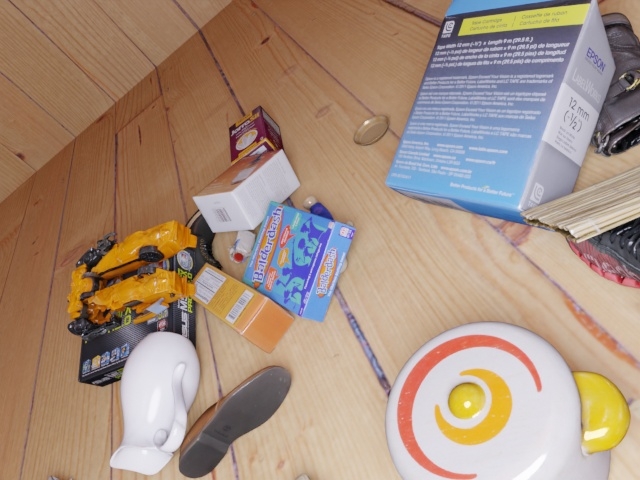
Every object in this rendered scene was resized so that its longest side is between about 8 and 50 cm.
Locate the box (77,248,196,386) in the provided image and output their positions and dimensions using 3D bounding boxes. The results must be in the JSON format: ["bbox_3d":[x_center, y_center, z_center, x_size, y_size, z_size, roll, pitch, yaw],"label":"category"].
[{"bbox_3d":[-0.367,0.152,1.138,0.270,0.060,0.216,-23,58,26],"label":"box"}]

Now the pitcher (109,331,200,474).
[{"bbox_3d":[-0.250,0.249,0.913,0.178,0.126,0.207,-33,40,38],"label":"pitcher"}]

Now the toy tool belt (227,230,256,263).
[{"bbox_3d":[-0.160,0.021,1.141,0.051,0.052,0.083,-52,16,49],"label":"toy tool belt"}]

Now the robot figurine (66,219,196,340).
[{"bbox_3d":[-0.367,0.078,1.078,0.291,0.085,0.210,-20,58,27],"label":"robot figurine"}]

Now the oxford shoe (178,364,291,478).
[{"bbox_3d":[-0.134,0.253,0.852,0.212,0.076,0.076,-42,26,2],"label":"oxford shoe"}]

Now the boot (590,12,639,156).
[{"bbox_3d":[0.373,-0.204,0.821,0.263,0.091,0.228,-29,43,27],"label":"boot"}]

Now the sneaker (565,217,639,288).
[{"bbox_3d":[0.352,0.007,0.581,0.098,0.135,0.276,-44,34,2],"label":"sneaker"}]

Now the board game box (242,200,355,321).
[{"bbox_3d":[-0.044,0.028,0.963,0.210,0.047,0.160,20,91,54],"label":"board game box"}]

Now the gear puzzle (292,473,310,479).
[{"bbox_3d":[-0.003,0.421,0.582,0.175,0.044,0.339,-40,38,2],"label":"gear puzzle"}]

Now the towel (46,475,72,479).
[{"bbox_3d":[-0.464,0.533,0.901,0.187,0.049,0.282,5,58,48],"label":"towel"}]

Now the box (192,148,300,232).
[{"bbox_3d":[-0.150,-0.102,1.174,0.130,0.091,0.170,-4,33,42],"label":"box"}]

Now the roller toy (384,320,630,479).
[{"bbox_3d":[0.170,0.185,0.561,0.191,0.146,0.209,-49,36,-8],"label":"roller toy"}]

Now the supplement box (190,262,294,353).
[{"bbox_3d":[-0.149,0.113,1.003,0.080,0.078,0.233,-54,36,-10],"label":"supplement box"}]

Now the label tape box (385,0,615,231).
[{"bbox_3d":[0.263,-0.209,0.812,0.249,0.115,0.347,20,88,52],"label":"label tape box"}]

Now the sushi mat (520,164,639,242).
[{"bbox_3d":[0.387,-0.076,0.612,0.317,0.019,0.151,-23,9,2],"label":"sushi mat"}]

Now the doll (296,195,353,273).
[{"bbox_3d":[0.000,0.000,1.002,0.129,0.046,0.189,-40,41,5],"label":"doll"}]

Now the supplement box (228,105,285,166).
[{"bbox_3d":[-0.152,-0.227,1.351,0.104,0.081,0.188,-33,36,14],"label":"supplement box"}]

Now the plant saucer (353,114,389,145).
[{"bbox_3d":[0.105,-0.219,1.152,0.084,0.015,0.083,-26,38,23],"label":"plant saucer"}]

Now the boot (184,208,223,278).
[{"bbox_3d":[-0.233,0.024,1.191,0.137,0.077,0.197,8,72,42],"label":"boot"}]
